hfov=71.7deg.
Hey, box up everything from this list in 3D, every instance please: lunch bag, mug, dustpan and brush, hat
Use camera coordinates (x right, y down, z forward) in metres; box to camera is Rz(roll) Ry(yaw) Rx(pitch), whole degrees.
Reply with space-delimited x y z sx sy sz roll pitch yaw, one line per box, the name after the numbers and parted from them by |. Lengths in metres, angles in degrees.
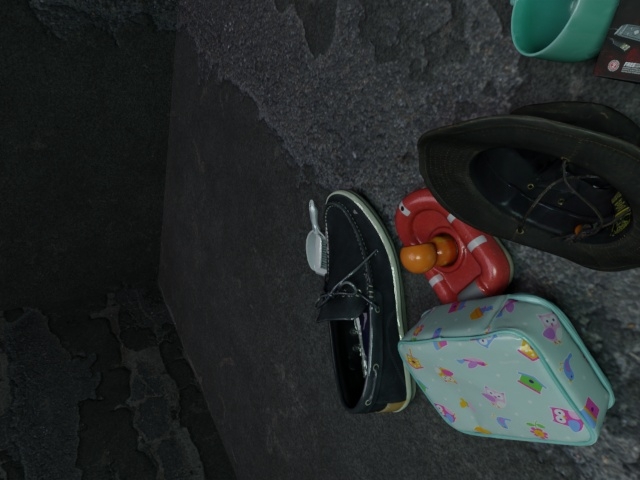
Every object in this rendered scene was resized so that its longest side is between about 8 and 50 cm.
0.267 0.201 0.679 0.224 0.108 0.279 52 148 -6 | lunch bag
0.314 -0.299 0.547 0.129 0.098 0.157 116 155 -62 | mug
0.000 0.000 1.125 0.147 0.060 0.211 14 109 55 | dustpan and brush
0.293 -0.094 0.550 0.331 0.331 0.133 15 72 54 | hat

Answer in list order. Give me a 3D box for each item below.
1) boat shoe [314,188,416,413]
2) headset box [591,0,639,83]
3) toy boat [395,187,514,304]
0.074 0.129 0.959 0.187 0.156 0.499 -20 79 58 | boat shoe
0.423 -0.276 0.387 0.218 0.110 0.293 38 127 46 | headset box
0.197 0.017 0.750 0.231 0.151 0.151 62 141 27 | toy boat
